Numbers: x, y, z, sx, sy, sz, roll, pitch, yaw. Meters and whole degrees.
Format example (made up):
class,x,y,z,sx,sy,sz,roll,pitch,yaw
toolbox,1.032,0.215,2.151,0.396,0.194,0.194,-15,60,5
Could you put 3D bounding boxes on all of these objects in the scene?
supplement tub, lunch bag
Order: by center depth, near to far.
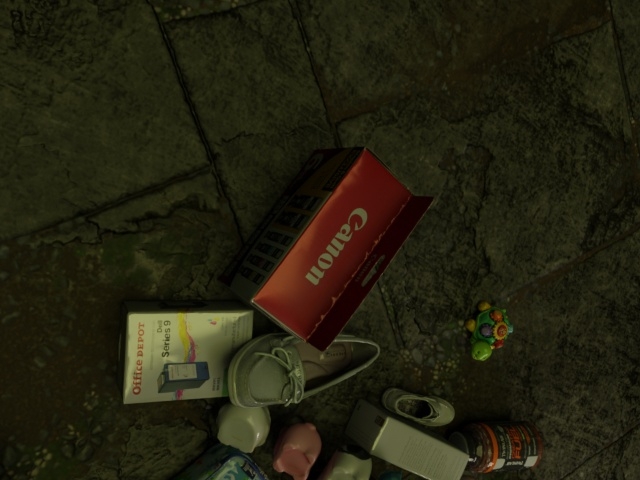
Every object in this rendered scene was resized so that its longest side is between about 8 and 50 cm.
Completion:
class,x,y,z,sx,sy,sz,roll,pitch,yaw
lunch bag,-0.189,0.484,1.095,0.219,0.090,0.176,-37,112,-15
supplement tub,0.378,0.450,1.332,0.197,0.106,0.106,5,94,-25

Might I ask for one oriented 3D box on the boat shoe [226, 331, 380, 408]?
class,x,y,z,sx,sy,sz,roll,pitch,yaw
boat shoe,-0.025,0.215,1.064,0.320,0.103,0.118,0,83,-49

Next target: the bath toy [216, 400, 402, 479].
class,x,y,z,sx,sy,sz,roll,pitch,yaw
bath toy,-0.023,0.378,1.095,0.348,0.129,0.151,30,116,0

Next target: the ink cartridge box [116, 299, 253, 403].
class,x,y,z,sx,sy,sz,roll,pitch,yaw
ink cartridge box,-0.230,0.184,1.038,0.212,0.093,0.154,3,95,-23

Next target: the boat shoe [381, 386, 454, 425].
class,x,y,z,sx,sy,sz,roll,pitch,yaw
boat shoe,0.215,0.350,1.271,0.184,0.063,0.066,28,84,-24

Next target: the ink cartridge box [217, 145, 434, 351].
class,x,y,z,sx,sy,sz,roll,pitch,yaw
ink cartridge box,0.000,0.000,1.020,0.130,0.272,0.309,40,79,-23

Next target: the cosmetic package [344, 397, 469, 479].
class,x,y,z,sx,sy,sz,roll,pitch,yaw
cosmetic package,0.174,0.411,1.232,0.231,0.117,0.086,29,82,-23

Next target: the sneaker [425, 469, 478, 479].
class,x,y,z,sx,sy,sz,roll,pitch,yaw
sneaker,0.254,0.564,1.298,0.228,0.092,0.088,-17,104,-20

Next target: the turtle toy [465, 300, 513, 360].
class,x,y,z,sx,sy,sz,roll,pitch,yaw
turtle toy,0.364,0.201,1.318,0.095,0.066,0.130,43,78,-22

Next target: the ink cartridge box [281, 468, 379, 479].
class,x,y,z,sx,sy,sz,roll,pitch,yaw
ink cartridge box,0.014,0.576,1.195,0.193,0.088,0.235,4,94,-23
